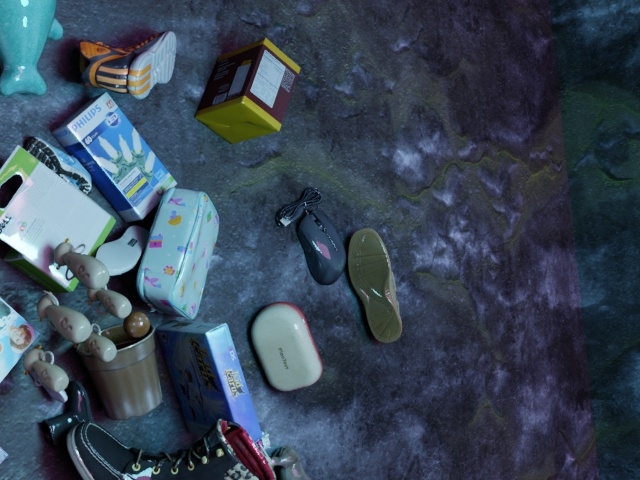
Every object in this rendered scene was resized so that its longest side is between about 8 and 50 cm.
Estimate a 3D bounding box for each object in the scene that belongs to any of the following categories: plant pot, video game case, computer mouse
[{"bbox_3d":[-0.418,0.282,1.715,0.167,0.167,0.165,-26,111,-44],"label":"plant pot"},{"bbox_3d":[-0.255,0.316,1.800,0.061,0.244,0.270,-23,101,-37],"label":"video game case"},{"bbox_3d":[0.000,0.000,2.223,0.188,0.072,0.272,-40,112,-41],"label":"computer mouse"}]

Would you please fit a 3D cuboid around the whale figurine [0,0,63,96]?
[{"bbox_3d":[-0.609,-0.430,1.620,0.216,0.141,0.272,-8,91,-46],"label":"whale figurine"}]

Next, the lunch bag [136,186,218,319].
[{"bbox_3d":[-0.318,0.037,1.820,0.224,0.107,0.279,78,24,-71],"label":"lunch bag"}]

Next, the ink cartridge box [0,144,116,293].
[{"bbox_3d":[-0.576,-0.040,1.635,0.255,0.097,0.189,43,57,-31],"label":"ink cartridge box"}]

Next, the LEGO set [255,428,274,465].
[{"bbox_3d":[-0.211,0.519,1.881,0.287,0.132,0.107,-10,54,-47],"label":"LEGO set"}]

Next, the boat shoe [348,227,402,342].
[{"bbox_3d":[0.157,0.126,2.352,0.110,0.121,0.341,-61,140,-78],"label":"boat shoe"}]

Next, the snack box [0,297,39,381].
[{"bbox_3d":[-0.699,0.239,1.497,0.187,0.060,0.322,51,52,-28],"label":"snack box"}]

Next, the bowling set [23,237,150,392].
[{"bbox_3d":[-0.460,0.160,1.605,0.200,0.154,0.287,21,94,-53],"label":"bowling set"}]

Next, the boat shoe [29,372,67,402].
[{"bbox_3d":[-0.550,0.288,1.647,0.100,0.035,0.035,44,41,-1],"label":"boat shoe"}]

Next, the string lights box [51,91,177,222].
[{"bbox_3d":[-0.454,-0.182,1.787,0.260,0.076,0.133,55,52,-25],"label":"string lights box"}]

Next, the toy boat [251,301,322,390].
[{"bbox_3d":[-0.081,0.264,2.083,0.151,0.151,0.231,-58,130,-70],"label":"toy boat"}]

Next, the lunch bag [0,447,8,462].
[{"bbox_3d":[-0.653,0.408,1.528,0.083,0.053,0.071,52,50,-15],"label":"lunch bag"}]

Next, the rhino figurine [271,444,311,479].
[{"bbox_3d":[-0.066,0.637,2.072,0.106,0.073,0.243,-39,113,-38],"label":"rhino figurine"}]

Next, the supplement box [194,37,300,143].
[{"bbox_3d":[-0.181,-0.369,2.005,0.129,0.191,0.194,35,62,-37],"label":"supplement box"}]

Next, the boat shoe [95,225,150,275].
[{"bbox_3d":[-0.427,0.039,1.731,0.077,0.070,0.219,31,22,0],"label":"boat shoe"}]

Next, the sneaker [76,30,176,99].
[{"bbox_3d":[-0.439,-0.413,1.801,0.321,0.180,0.125,-70,171,-67],"label":"sneaker"}]

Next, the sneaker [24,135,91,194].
[{"bbox_3d":[-0.555,-0.161,1.706,0.162,0.063,0.073,43,16,-19],"label":"sneaker"}]

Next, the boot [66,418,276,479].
[{"bbox_3d":[-0.301,0.456,1.649,0.377,0.284,0.138,51,14,-15],"label":"boot"}]

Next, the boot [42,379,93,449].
[{"bbox_3d":[-0.528,0.363,1.665,0.099,0.045,0.121,-23,104,-44],"label":"boot"}]
